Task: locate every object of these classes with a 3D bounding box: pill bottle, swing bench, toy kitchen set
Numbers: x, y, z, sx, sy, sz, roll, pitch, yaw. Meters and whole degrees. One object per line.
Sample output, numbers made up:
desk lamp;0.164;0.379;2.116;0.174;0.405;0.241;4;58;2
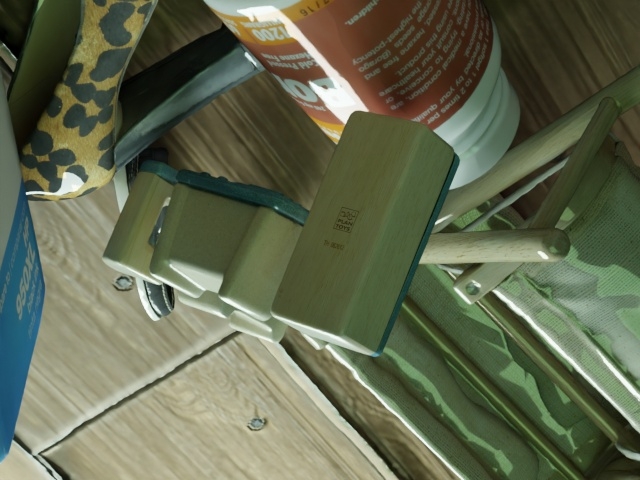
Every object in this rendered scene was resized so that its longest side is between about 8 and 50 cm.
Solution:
pill bottle;0.029;-0.121;0.905;0.121;0.121;0.216;-33;136;12
swing bench;0.171;0.063;0.996;0.253;0.165;0.254;45;147;-15
toy kitchen set;0.000;0.000;0.941;0.166;0.207;0.122;32;78;-50

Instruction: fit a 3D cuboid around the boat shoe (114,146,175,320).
boat shoe;-0.104;-0.004;1.018;0.038;0.046;0.125;-9;119;-1

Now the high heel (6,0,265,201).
high heel;-0.168;-0.130;0.880;0.186;0.093;0.261;-32;131;9

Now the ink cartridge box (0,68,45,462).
ink cartridge box;-0.318;-0.075;0.809;0.285;0.166;0.395;-1;127;3
